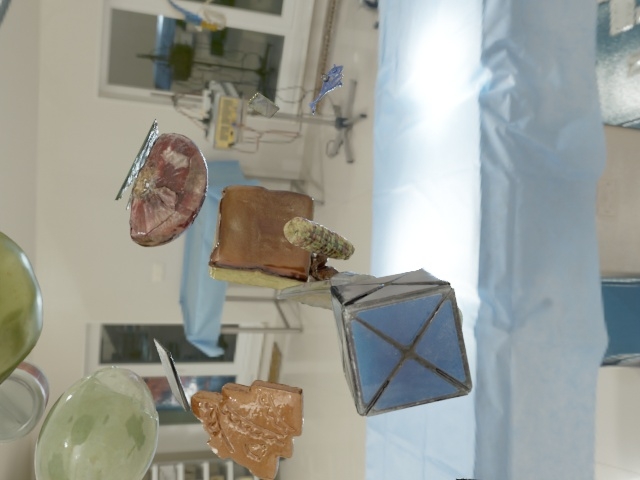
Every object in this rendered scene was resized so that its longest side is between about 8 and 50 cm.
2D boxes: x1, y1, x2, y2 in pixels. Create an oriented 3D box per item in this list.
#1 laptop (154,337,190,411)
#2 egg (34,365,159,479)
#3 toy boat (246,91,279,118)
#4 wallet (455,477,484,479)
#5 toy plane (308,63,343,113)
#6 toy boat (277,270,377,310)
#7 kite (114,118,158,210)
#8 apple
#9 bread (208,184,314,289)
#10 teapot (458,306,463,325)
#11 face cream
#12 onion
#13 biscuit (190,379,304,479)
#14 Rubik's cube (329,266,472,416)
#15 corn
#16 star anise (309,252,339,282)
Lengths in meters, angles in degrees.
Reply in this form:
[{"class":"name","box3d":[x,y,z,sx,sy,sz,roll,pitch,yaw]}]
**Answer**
[{"class":"laptop","box3d":[-0.420,0.377,1.852,0.135,0.016,0.197,19,127,58]},{"class":"egg","box3d":[-0.534,0.470,1.610,0.278,0.278,0.336,128,160,-59]},{"class":"toy boat","box3d":[-0.204,-0.483,2.353,0.063,0.115,0.016,-40,51,21]},{"class":"wallet","box3d":[0.395,0.638,1.406,0.262,0.221,0.071,-73,-21,-49]},{"class":"toy plane","box3d":[0.019,-0.450,1.943,0.167,0.062,0.054,-52,-4,5]},{"class":"toy boat","box3d":[0.068,0.168,1.985,0.293,0.276,0.111,-13,59,48]},{"class":"kite","box3d":[-0.586,-0.246,2.158,0.406,0.014,0.368,-75,11,-57]},{"class":"apple","box3d":[-0.685,0.136,1.155,0.357,0.357,0.357,-177,90,-71]},{"class":"bread","box3d":[-0.191,-0.010,2.164,0.143,0.324,0.333,109,166,-59]},{"class":"teapot","box3d":[0.305,0.194,1.714,0.232,0.159,0.159,-132,46,-83]},{"class":"face cream","box3d":[-0.853,0.434,1.792,0.187,0.201,0.201,180,93,-72]},{"class":"onion","box3d":[-0.249,-0.080,1.137,0.151,0.098,0.205,41,-117,-80]},{"class":"biscuit","box3d":[-0.152,0.420,1.514,0.306,0.284,0.043,-40,7,28]},{"class":"Rubik's cube","box3d":[0.172,0.214,1.475,0.255,0.259,0.260,-132,33,-81]},{"class":"corn","box3d":[0.000,0.000,1.909,0.086,0.253,0.086,-19,62,39]},{"class":"star anise","box3d":[-0.015,0.110,2.291,0.212,0.111,0.196,-14,115,38]}]
